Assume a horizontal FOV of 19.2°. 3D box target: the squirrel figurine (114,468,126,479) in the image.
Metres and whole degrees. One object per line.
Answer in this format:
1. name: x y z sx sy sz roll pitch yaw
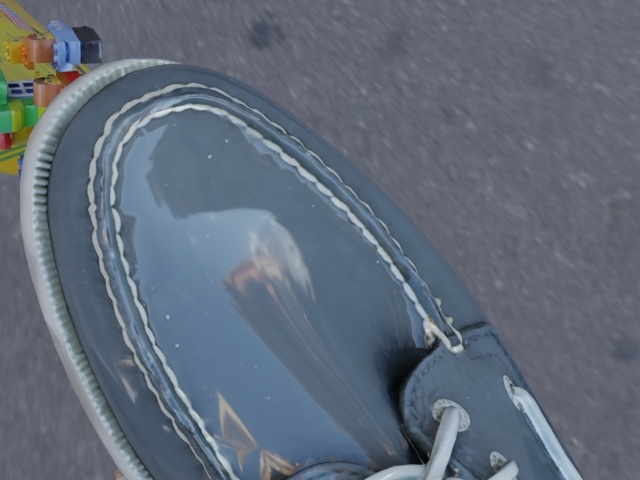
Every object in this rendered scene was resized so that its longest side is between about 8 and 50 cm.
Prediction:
1. squirrel figurine: 0.056 0.250 1.222 0.281 0.370 0.397 -32 118 13

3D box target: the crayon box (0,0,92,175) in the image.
1. crayon box: -0.307 -0.143 1.536 0.202 0.318 0.081 42 107 27

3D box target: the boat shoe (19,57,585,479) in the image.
1. boat shoe: 0.039 0.079 0.520 0.116 0.099 0.319 -38 100 -22

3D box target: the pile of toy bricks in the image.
1. pile of toy bricks: -0.204 -0.086 1.251 0.105 0.212 0.118 -6 114 -17
